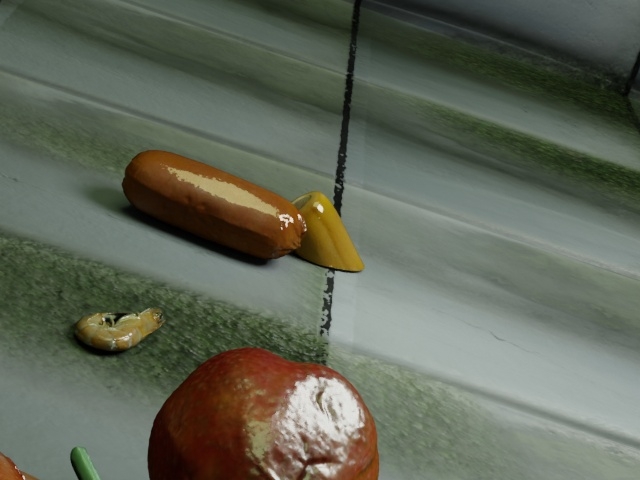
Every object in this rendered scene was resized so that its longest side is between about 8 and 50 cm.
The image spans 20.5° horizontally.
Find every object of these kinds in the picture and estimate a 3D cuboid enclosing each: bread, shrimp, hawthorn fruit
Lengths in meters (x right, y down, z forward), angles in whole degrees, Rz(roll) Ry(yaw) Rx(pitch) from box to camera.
[{"bbox_3d":[0.000,0.002,1.891,0.062,0.103,0.049,-32,23,-8],"label":"bread"},{"bbox_3d":[-0.179,0.074,1.563,0.059,0.023,0.108,16,18,17],"label":"shrimp"},{"bbox_3d":[-0.041,0.170,1.265,0.173,0.173,0.179,9,49,-28],"label":"hawthorn fruit"}]

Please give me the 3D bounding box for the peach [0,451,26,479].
[{"bbox_3d":[-0.197,0.213,0.824,0.158,0.267,0.154,7,-19,-12],"label":"peach"}]

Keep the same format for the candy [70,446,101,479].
[{"bbox_3d":[-0.092,0.232,1.061,0.305,0.083,0.091,54,-4,37],"label":"candy"}]

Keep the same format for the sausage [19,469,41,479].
[{"bbox_3d":[-0.251,0.169,1.030,0.304,0.121,0.121,15,15,30],"label":"sausage"}]

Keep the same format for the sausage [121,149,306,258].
[{"bbox_3d":[-0.109,-0.036,1.837,0.197,0.076,0.076,23,20,5],"label":"sausage"}]
